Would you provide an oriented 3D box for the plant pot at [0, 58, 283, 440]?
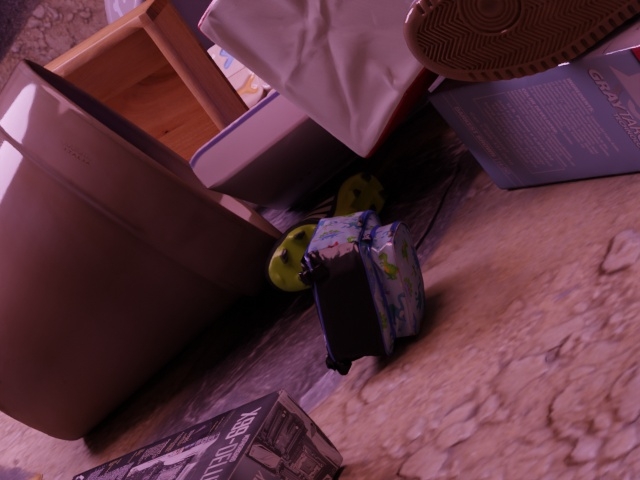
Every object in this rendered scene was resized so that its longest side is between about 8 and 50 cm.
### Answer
[{"bbox_3d":[-0.231,0.028,1.646,0.280,0.323,0.323,-55,16,2],"label":"plant pot"}]

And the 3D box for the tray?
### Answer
[{"bbox_3d":[-0.284,-0.095,1.950,0.411,0.203,0.076,-28,20,26],"label":"tray"}]

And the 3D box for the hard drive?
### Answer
[{"bbox_3d":[0.000,-0.113,1.690,0.210,0.040,0.319,-37,-8,7],"label":"hard drive"}]

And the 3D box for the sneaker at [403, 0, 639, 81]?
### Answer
[{"bbox_3d":[0.195,-0.220,1.246,0.282,0.099,0.153,-25,26,24],"label":"sneaker"}]

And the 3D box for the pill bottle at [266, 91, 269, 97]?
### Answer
[{"bbox_3d":[0.023,-0.262,2.077,0.272,0.152,0.152,-34,16,16],"label":"pill bottle"}]

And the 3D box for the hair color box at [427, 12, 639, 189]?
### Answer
[{"bbox_3d":[0.262,-0.150,1.298,0.185,0.113,0.374,-46,16,-21],"label":"hair color box"}]

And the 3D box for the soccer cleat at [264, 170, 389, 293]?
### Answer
[{"bbox_3d":[0.000,0.000,1.592,0.072,0.060,0.179,-37,6,48],"label":"soccer cleat"}]

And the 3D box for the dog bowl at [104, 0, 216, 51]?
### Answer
[{"bbox_3d":[-0.096,-0.311,2.174,0.349,0.349,0.102,-39,28,0],"label":"dog bowl"}]

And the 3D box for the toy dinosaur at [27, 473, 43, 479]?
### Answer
[{"bbox_3d":[-0.275,0.241,1.534,0.183,0.053,0.092,-21,22,49],"label":"toy dinosaur"}]

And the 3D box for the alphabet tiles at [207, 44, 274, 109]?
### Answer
[{"bbox_3d":[-0.014,-0.222,1.972,0.278,0.021,0.284,-29,56,21],"label":"alphabet tiles"}]

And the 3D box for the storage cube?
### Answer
[{"bbox_3d":[0.043,-0.224,1.421,0.193,0.215,0.183,-51,-2,-42],"label":"storage cube"}]

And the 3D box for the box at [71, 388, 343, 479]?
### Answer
[{"bbox_3d":[-0.143,0.253,1.158,0.242,0.076,0.307,-26,20,38],"label":"box"}]

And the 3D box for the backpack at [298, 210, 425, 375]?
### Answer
[{"bbox_3d":[0.037,0.031,1.333,0.084,0.105,0.114,-12,21,10],"label":"backpack"}]
